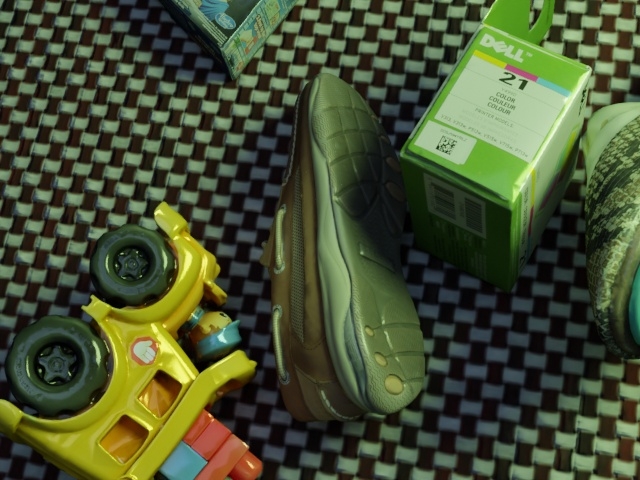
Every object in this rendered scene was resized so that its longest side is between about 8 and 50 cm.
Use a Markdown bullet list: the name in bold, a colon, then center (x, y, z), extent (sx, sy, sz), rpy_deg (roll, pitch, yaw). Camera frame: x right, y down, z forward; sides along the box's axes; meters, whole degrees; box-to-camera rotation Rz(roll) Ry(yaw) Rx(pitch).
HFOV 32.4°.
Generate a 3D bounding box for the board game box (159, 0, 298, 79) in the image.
- **board game box**: center (-0.075, -0.288, 1.071), extent (0.194, 0.060, 0.194), rpy_deg (-40, 69, -9)

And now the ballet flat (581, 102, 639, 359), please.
- **ballet flat**: center (0.325, -0.096, 0.866), extent (0.483, 0.164, 0.182), rpy_deg (-40, 40, -19)

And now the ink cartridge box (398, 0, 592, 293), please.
- **ink cartridge box**: center (0.172, -0.112, 0.896), extent (0.097, 0.189, 0.255), rpy_deg (28, 75, 18)

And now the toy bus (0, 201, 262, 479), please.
- **toy bus**: center (-0.124, 0.112, 0.889), extent (0.211, 0.149, 0.220), rpy_deg (35, 75, 6)

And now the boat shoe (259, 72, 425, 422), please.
- **boat shoe**: center (0.000, 0.000, 0.917), extent (0.116, 0.123, 0.324), rpy_deg (-26, 49, 30)
